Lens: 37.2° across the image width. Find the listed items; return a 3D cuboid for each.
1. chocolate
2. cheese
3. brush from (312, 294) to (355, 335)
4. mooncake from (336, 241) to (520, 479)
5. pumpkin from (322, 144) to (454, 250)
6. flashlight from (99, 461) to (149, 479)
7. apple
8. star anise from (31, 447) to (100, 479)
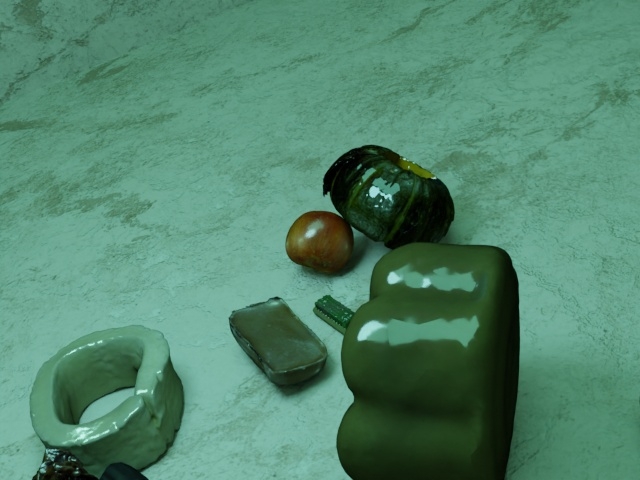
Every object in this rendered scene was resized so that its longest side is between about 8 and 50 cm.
[{"bbox_3d":[-0.095,0.230,2.044,0.161,0.083,0.261,-11,33,-25],"label":"chocolate"},{"bbox_3d":[-0.436,0.336,1.956,0.292,0.153,0.332,-13,36,2],"label":"cheese"},{"bbox_3d":[0.084,0.193,2.067,0.054,0.048,0.282,-35,43,-22],"label":"brush"},{"bbox_3d":[0.202,0.230,1.636,0.262,0.467,0.467,5,40,19],"label":"mooncake"},{"bbox_3d":[0.167,-0.097,2.233,0.192,0.320,0.320,-60,39,13],"label":"pumpkin"},{"bbox_3d":[-0.265,0.502,1.691,0.103,0.103,0.424,-37,32,-27],"label":"flashlight"},{"bbox_3d":[0.000,0.000,2.244,0.163,0.163,0.139,14,85,33],"label":"apple"},{"bbox_3d":[-0.467,0.488,1.753,0.125,0.190,0.220,8,1,-32],"label":"star anise"}]
